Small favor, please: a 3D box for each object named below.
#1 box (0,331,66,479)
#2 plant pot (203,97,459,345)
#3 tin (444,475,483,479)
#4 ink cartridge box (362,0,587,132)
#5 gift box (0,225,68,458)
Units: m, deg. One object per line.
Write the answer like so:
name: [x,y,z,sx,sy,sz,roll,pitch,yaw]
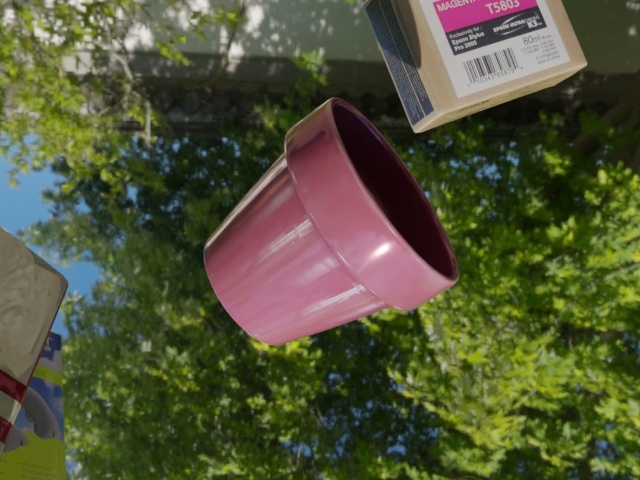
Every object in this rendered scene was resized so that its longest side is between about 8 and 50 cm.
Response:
box: [-0.262,0.127,0.549,0.109,0.042,0.178,37,-153,-49]
plant pot: [0.000,0.000,0.632,0.180,0.201,0.201,-34,-164,19]
tin: [0.027,0.128,0.209,0.040,0.106,0.189,20,173,28]
ink cartridge box: [0.201,-0.270,0.886,0.234,0.193,0.088,-22,179,-17]
gift box: [-0.330,0.070,0.312,0.276,0.258,0.255,-24,-141,19]
